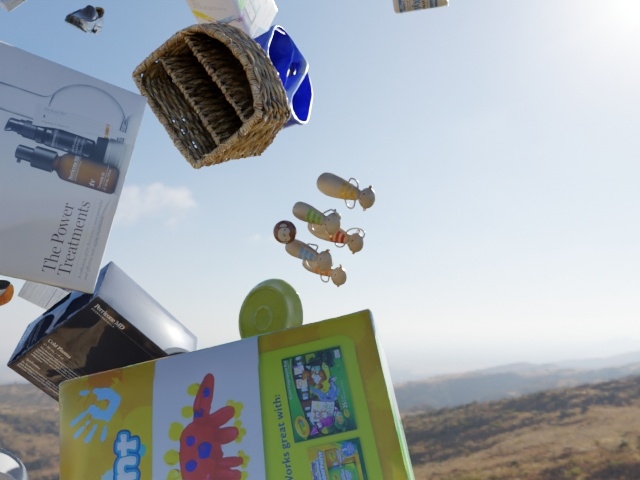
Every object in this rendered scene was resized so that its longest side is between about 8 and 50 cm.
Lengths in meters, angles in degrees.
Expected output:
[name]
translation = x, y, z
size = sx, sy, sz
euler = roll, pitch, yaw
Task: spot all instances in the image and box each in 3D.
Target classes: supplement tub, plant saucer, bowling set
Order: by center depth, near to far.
[supplement tub]
translation = 0.198, -0.493, 1.129
size = 0.107, 0.071, 0.071
euler = -3, -9, 15
[bowling set]
translation = 0.000, 0.000, 1.305
size = 0.154, 0.287, 0.200
euler = 24, 29, 28
[plant saucer]
translation = -0.155, 0.224, 1.625
size = 0.241, 0.241, 0.037
euler = -7, -16, 34

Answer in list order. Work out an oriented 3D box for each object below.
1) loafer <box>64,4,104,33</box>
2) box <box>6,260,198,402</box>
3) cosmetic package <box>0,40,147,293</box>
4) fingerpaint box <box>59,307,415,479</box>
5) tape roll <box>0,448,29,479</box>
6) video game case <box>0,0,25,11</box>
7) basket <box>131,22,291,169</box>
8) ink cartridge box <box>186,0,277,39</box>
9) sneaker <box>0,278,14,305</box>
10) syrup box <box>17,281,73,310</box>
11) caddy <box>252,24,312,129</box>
[loafer]
translation = -0.561, -0.534, 1.358
size = 0.062, 0.061, 0.170
euler = 25, 16, -14
[box]
translation = -0.556, 0.291, 1.504
size = 0.312, 0.343, 0.179
euler = -35, 27, 11
[cosmetic package]
translation = -0.496, -0.121, 0.994
size = 0.284, 0.377, 0.097
euler = 16, -11, -26
[fingerpaint box]
translation = -0.068, 0.342, 0.605
size = 0.371, 0.445, 0.163
euler = -15, -24, 5
[tape roll]
translation = -0.665, 0.497, 1.061
size = 0.219, 0.219, 0.072
euler = 4, 16, -28
[video game case]
translation = -0.632, -0.564, 1.207
size = 0.201, 0.183, 0.023
euler = 31, -22, 34
[basket]
translation = -0.239, -0.342, 1.288
size = 0.223, 0.299, 0.213
euler = -21, -17, -47
[ink cartridge box]
translation = -0.301, -0.802, 1.884
size = 0.197, 0.198, 0.270
euler = 16, -19, 20
[sneaker]
translation = -1.021, 0.160, 1.601
size = 0.121, 0.099, 0.262
euler = -2, -1, 38
[syrup box]
translation = -0.788, 0.176, 1.745
size = 0.237, 0.096, 0.093
euler = 32, -5, -22
[caddy]
translation = -0.116, -0.452, 1.591
size = 0.179, 0.341, 0.241
euler = -17, -52, 20
